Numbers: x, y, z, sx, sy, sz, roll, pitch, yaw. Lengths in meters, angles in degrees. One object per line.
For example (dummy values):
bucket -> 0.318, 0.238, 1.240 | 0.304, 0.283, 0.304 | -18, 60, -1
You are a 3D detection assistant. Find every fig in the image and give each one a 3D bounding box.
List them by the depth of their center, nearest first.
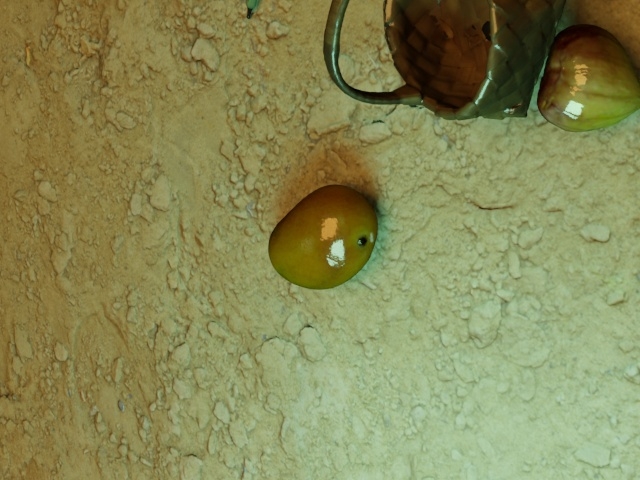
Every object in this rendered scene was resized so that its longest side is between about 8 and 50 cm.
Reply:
fig -> 0.430, -0.223, 1.497 | 0.231, 0.143, 0.160 | 31, 113, 33

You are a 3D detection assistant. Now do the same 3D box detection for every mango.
mango -> 0.004, 0.005, 1.877 | 0.254, 0.139, 0.175 | -40, 58, 43

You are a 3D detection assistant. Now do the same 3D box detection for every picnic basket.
picnic basket -> 0.152, -0.334, 1.533 | 0.337, 0.337, 0.292 | 37, 134, 30

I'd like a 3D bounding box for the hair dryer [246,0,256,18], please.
hair dryer -> -0.131, -0.501, 1.983 | 0.047, 0.071, 0.150 | 46, 137, 28
